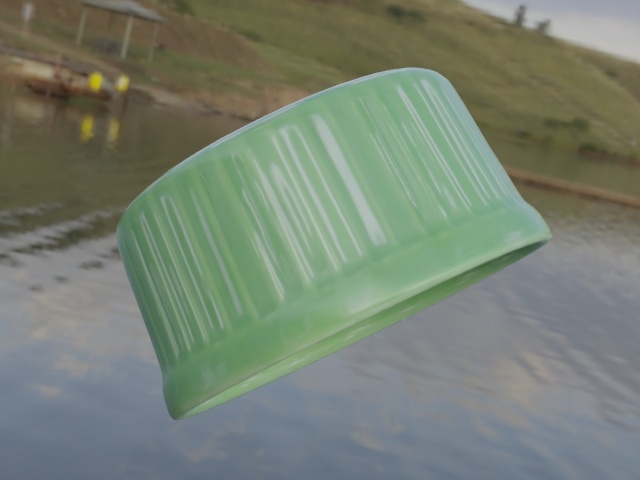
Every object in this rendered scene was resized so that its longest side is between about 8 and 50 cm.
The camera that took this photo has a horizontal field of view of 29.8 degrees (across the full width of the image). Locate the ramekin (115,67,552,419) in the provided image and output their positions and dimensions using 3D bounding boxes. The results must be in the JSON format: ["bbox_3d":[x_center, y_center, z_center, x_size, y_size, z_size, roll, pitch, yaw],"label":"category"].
[{"bbox_3d":[0.000,0.000,0.879,0.303,0.148,0.303,-25,-7,-3],"label":"ramekin"}]
